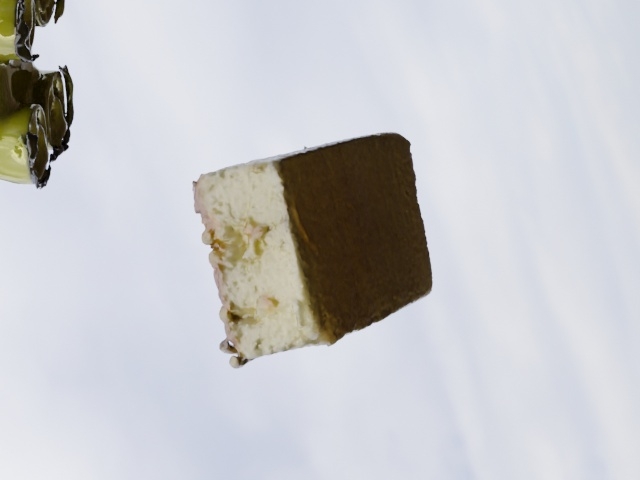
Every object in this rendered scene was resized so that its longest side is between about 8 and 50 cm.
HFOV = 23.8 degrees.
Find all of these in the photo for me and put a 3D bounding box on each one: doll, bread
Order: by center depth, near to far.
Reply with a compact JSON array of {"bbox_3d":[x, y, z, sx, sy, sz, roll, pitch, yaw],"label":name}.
[{"bbox_3d":[-0.232,-0.074,0.731,0.143,0.221,0.135,-78,-14,-58],"label":"doll"},{"bbox_3d":[0.000,0.000,1.431,0.274,0.114,0.185,-20,-79,-59],"label":"bread"}]
